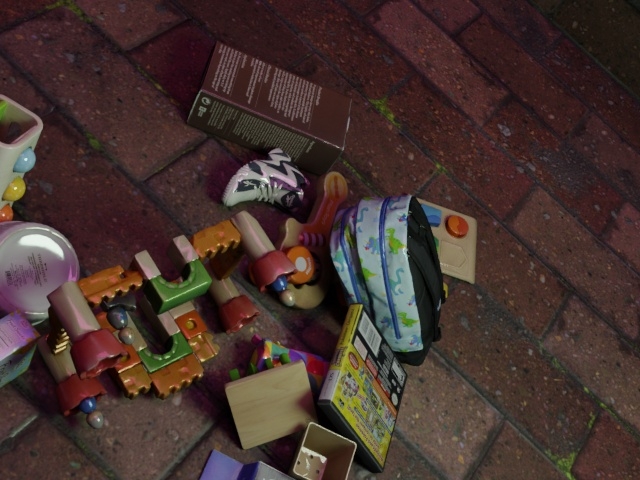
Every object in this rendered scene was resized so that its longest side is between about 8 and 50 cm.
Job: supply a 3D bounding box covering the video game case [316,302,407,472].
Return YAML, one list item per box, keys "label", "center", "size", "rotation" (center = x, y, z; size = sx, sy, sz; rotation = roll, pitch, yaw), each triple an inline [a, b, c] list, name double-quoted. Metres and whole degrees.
- label: "video game case"
  center: [0.097, 0.311, 1.633]
  size: [0.274, 0.035, 0.248]
  rotation: [58, 39, -38]

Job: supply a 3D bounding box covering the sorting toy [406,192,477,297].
- label: "sorting toy"
  center: [0.313, 0.028, 2.020]
  size: [0.229, 0.041, 0.307]
  rotation: [21, 53, -14]

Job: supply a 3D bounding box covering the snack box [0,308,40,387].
- label: "snack box"
  center: [-0.599, 0.227, 1.335]
  size: [0.070, 0.174, 0.207]
  rotation: [48, 52, 5]

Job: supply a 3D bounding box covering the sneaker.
- label: "sneaker"
  center: [-0.116, -0.117, 1.854]
  size: [0.153, 0.094, 0.235]
  rotation: [40, 40, 11]

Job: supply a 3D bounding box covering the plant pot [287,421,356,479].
- label: "plant pot"
  center: [-0.008, 0.446, 1.553]
  size: [0.109, 0.096, 0.109]
  rotation: [28, 54, -9]

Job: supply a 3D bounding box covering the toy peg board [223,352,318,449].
- label: "toy peg board"
  center: [-0.103, 0.312, 1.558]
  size: [0.161, 0.160, 0.079]
  rotation: [-17, 29, -9]

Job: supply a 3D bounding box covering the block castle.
- label: "block castle"
  center: [-0.284, 0.155, 1.464]
  size: [0.453, 0.303, 0.212]
  rotation: [-25, 75, -35]

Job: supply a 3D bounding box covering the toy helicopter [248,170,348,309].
- label: "toy helicopter"
  center: [0.000, 0.000, 1.808]
  size: [0.235, 0.140, 0.354]
  rotation: [37, 59, -31]

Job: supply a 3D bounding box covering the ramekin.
- label: "ramekin"
  center: [-0.554, 0.061, 1.455]
  size: [0.207, 0.109, 0.207]
  rotation: [7, 79, -43]

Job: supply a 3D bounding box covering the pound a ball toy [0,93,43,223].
- label: "pound a ball toy"
  center: [-0.645, -0.086, 1.449]
  size: [0.136, 0.319, 0.208]
  rotation: [33, 36, -6]

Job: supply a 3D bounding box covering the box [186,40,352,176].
- label: "box"
  center: [-0.124, -0.329, 1.959]
  size: [0.382, 0.143, 0.191]
  rotation: [20, 53, -13]

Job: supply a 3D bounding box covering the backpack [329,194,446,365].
- label: "backpack"
  center: [0.158, 0.061, 1.729]
  size: [0.274, 0.355, 0.290]
  rotation: [10, 53, 9]

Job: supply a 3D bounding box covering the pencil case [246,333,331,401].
- label: "pencil case"
  center: [-0.040, 0.278, 1.646]
  size: [0.237, 0.104, 0.104]
  rotation: [22, 53, -15]

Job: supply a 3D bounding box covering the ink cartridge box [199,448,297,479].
- label: "ink cartridge box"
  center: [-0.113, 0.580, 1.437]
  size: [0.307, 0.072, 0.303]
  rotation: [30, 52, -10]
